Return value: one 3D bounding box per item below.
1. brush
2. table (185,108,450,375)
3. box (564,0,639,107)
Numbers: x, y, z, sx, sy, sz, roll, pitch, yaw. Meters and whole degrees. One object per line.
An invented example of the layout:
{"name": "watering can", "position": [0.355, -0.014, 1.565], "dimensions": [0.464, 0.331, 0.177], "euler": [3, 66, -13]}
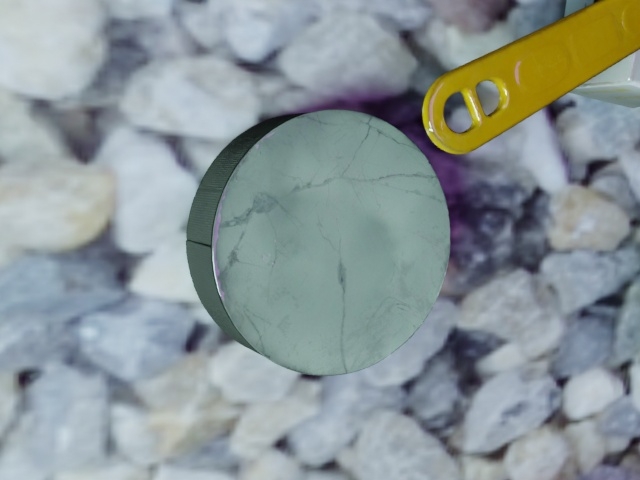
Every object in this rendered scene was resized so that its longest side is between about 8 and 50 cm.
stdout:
{"name": "brush", "position": [0.162, -0.116, 0.523], "dimensions": [0.272, 0.013, 0.103], "euler": [-29, 106, -20]}
{"name": "table", "position": [0.000, 0.000, 0.509], "dimensions": [0.133, 0.043, 0.133], "euler": [-2, 95, -26]}
{"name": "box", "position": [0.267, -0.150, 0.616], "dimensions": [0.243, 0.067, 0.155], "euler": [8, 89, -27]}
